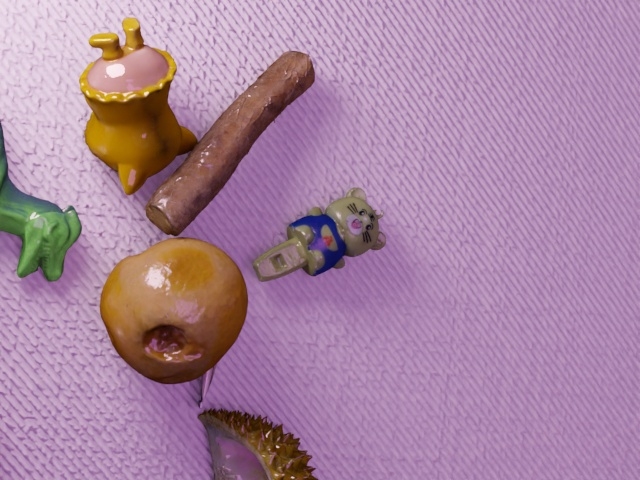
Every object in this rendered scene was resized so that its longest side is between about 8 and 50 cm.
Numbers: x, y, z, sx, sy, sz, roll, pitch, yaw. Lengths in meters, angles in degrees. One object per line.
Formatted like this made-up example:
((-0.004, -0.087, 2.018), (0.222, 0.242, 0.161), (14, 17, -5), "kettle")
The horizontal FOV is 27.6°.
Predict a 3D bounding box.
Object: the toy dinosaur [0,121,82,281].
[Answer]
((-0.462, -0.212, 1.756), (0.374, 0.144, 0.500), (13, 92, -28), "toy dinosaur")

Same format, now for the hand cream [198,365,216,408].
((-0.157, 0.144, 1.943), (0.052, 0.038, 0.216), (23, 77, -66), "hand cream")

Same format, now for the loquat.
((-0.207, 0.091, 1.842), (0.213, 0.213, 0.213), (-1, 93, -23), "loquat")

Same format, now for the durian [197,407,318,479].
((-0.082, 0.395, 1.939), (0.166, 0.172, 0.306), (-9, 105, 2), "durian")

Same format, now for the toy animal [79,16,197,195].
((-0.260, -0.192, 1.822), (0.156, 0.156, 0.230), (-27, 127, -20), "toy animal")

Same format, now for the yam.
((-0.127, -0.146, 1.901), (0.081, 0.081, 0.357), (49, 62, -17), "yam")

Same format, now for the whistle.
((0.000, 0.000, 1.986), (0.227, 0.085, 0.105), (-25, 93, -20), "whistle")
